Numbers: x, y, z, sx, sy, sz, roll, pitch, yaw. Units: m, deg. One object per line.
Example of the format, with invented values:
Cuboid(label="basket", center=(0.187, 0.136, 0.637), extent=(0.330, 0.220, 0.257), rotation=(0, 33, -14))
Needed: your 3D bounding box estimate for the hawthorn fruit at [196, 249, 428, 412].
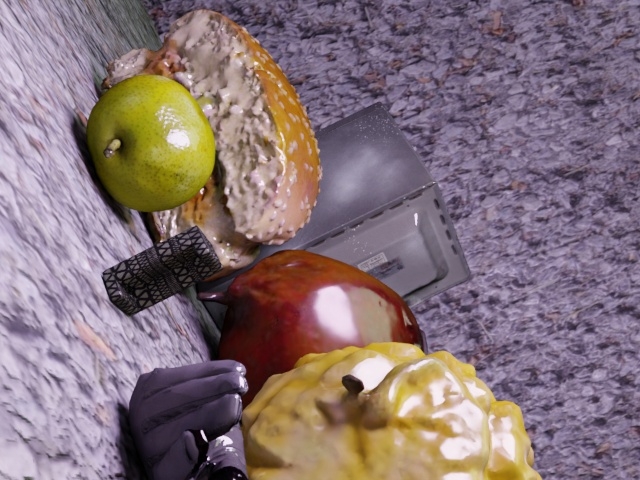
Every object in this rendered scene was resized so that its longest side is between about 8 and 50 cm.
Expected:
Cuboid(label="hawthorn fruit", center=(-0.007, 0.165, 1.537), extent=(0.324, 0.308, 0.308), rotation=(63, 1, -4))

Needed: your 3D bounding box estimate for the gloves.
Cuboid(label="gloves", center=(-0.111, 0.173, 0.926), extent=(0.142, 0.119, 0.285), rotation=(56, -14, 2))

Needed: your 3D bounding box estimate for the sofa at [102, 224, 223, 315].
Cuboid(label="sofa", center=(-0.170, 0.033, 1.101), extent=(0.039, 0.118, 0.060), rotation=(63, 0, 27))

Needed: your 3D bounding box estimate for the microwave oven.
Cuboid(label="microwave oven", center=(0.000, 0.000, 1.824), extent=(0.374, 0.432, 0.236), rotation=(-114, 178, -54))

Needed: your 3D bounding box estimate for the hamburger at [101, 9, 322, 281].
Cuboid(label="hamburger", center=(-0.136, -0.140, 1.614), extent=(0.287, 0.268, 0.445), rotation=(34, 26, -58))

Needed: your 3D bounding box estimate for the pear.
Cuboid(label="pear", center=(-0.233, -0.125, 1.315), extent=(0.216, 0.166, 0.180), rotation=(-9, 85, -66))

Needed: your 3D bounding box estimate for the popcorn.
Cuboid(label="popcorn", center=(0.068, 0.289, 1.141), extent=(0.381, 0.349, 0.349), rotation=(77, -11, -60))
